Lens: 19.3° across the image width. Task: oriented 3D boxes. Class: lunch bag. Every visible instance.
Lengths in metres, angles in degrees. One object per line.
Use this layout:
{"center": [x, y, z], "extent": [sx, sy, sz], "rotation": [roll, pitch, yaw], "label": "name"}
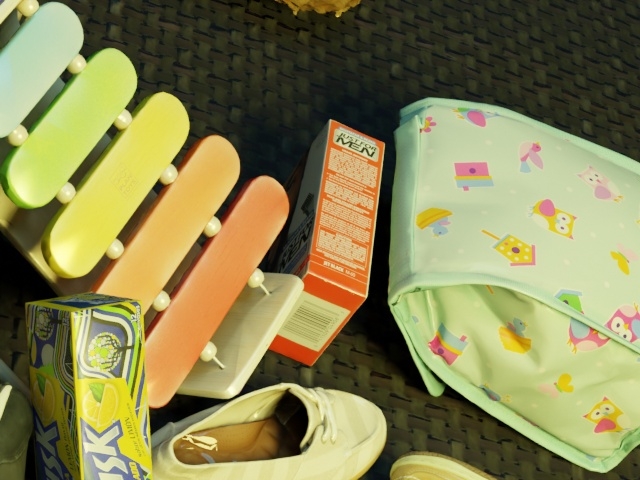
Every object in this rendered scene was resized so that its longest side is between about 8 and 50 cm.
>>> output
{"center": [0.161, 0.022, 1.469], "extent": [0.262, 0.160, 0.223], "rotation": [27, 43, -19], "label": "lunch bag"}

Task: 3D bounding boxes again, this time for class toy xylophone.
{"center": [-0.156, -0.009, 1.254], "extent": [0.322, 0.081, 0.236], "rotation": [44, 54, -30], "label": "toy xylophone"}

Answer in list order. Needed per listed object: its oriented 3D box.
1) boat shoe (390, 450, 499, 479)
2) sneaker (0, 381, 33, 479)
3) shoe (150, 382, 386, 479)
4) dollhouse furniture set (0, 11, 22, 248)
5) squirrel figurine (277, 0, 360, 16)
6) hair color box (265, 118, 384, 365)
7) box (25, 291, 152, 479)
{"center": [0.125, 0.222, 1.335], "extent": [0.190, 0.068, 0.072], "rotation": [32, 55, -4], "label": "boat shoe"}
{"center": [-0.208, 0.219, 1.107], "extent": [0.124, 0.107, 0.283], "rotation": [37, 43, -22], "label": "sneaker"}
{"center": [-0.033, 0.142, 1.302], "extent": [0.219, 0.058, 0.076], "rotation": [-10, 59, -39], "label": "shoe"}
{"center": [-0.238, -0.078, 1.313], "extent": [0.183, 0.129, 0.129], "rotation": [38, 42, 2], "label": "dollhouse furniture set"}
{"center": [-0.054, -0.401, 1.680], "extent": [0.397, 0.281, 0.370], "rotation": [36, 29, -21], "label": "squirrel figurine"}
{"center": [0.000, 0.000, 1.428], "extent": [0.053, 0.093, 0.167], "rotation": [24, 42, -14], "label": "hair color box"}
{"center": [-0.143, 0.120, 1.179], "extent": [0.054, 0.059, 0.169], "rotation": [-9, 100, -38], "label": "box"}
